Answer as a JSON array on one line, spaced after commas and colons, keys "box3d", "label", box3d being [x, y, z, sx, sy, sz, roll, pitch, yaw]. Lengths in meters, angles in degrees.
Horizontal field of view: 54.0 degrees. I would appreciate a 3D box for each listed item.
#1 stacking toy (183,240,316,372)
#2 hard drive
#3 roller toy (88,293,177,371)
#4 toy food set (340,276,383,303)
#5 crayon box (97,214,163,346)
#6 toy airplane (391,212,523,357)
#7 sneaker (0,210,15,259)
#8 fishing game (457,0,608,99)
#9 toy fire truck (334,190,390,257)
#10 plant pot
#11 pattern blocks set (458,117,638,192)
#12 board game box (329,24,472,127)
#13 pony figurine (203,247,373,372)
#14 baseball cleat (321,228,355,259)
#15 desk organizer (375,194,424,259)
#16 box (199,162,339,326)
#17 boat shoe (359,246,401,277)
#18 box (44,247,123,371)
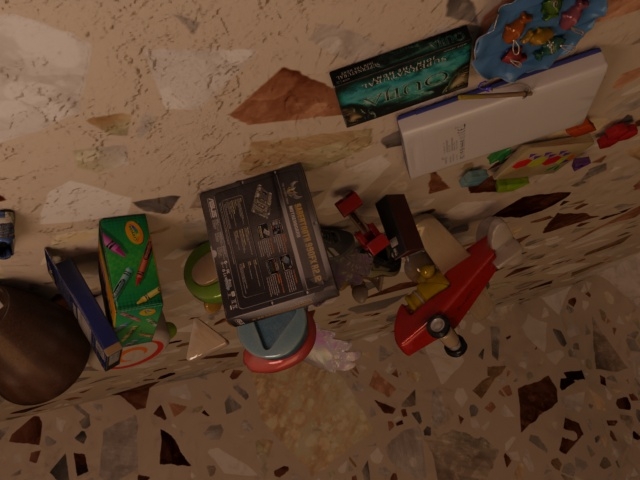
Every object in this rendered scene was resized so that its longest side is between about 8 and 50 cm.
[{"box3d": [-0.149, 0.088, 1.184, 0.279, 0.309, 0.130, -8, 156, 11], "label": "stacking toy"}, {"box3d": [0.292, -0.201, 1.051, 0.318, 0.040, 0.210, -18, 162, 7], "label": "hard drive"}, {"box3d": [-0.457, 0.200, 1.452, 0.191, 0.146, 0.209, -26, 156, 3], "label": "roller toy"}, {"box3d": [0.030, 0.151, 1.820, 0.305, 0.093, 0.220, -16, 163, -1], "label": "toy food set"}, {"box3d": [-0.354, 0.085, 1.153, 0.081, 0.166, 0.278, -9, 161, -23], "label": "crayon box"}, {"box3d": [0.342, 0.083, 1.655, 0.384, 0.386, 0.272, -13, -152, -36], "label": "toy airplane"}, {"box3d": [-0.496, 0.006, 0.964, 0.052, 0.058, 0.135, -6, 161, -30], "label": "sneaker"}, {"box3d": [0.286, -0.265, 0.805, 0.189, 0.041, 0.264, -7, 153, -28], "label": "fishing game"}, {"box3d": [0.085, -0.030, 1.292, 0.047, 0.135, 0.192, -37, 180, 0], "label": "toy fire truck"}, {"box3d": [-0.599, 0.181, 1.226, 0.215, 0.216, 0.230, -15, 148, -3], "label": "plant pot"}, {"box3d": [0.464, -0.174, 1.311, 0.324, 0.026, 0.285, -6, 160, -30], "label": "pattern blocks set"}, {"box3d": [0.112, -0.219, 0.860, 0.186, 0.026, 0.126, -18, 162, 6], "label": "board game box"}, {"box3d": [-0.082, 0.138, 1.473, 0.350, 0.303, 0.363, 12, 180, 27], "label": "pony figurine"}, {"box3d": [0.000, 0.000, 1.367, 0.205, 0.072, 0.109, -10, 156, -29], "label": "baseball cleat"}, {"box3d": [0.167, -0.030, 1.320, 0.050, 0.130, 0.047, -7, 160, -32], "label": "desk organizer"}, {"box3d": [-0.086, 0.005, 1.035, 0.182, 0.231, 0.056, -17, 159, 1], "label": "box"}, {"box3d": [0.160, 0.049, 1.650, 0.223, 0.080, 0.074, -7, 126, -55], "label": "boat shoe"}, {"box3d": [-0.428, 0.121, 1.134, 0.036, 0.225, 0.136, -30, 171, -28], "label": "box"}]
